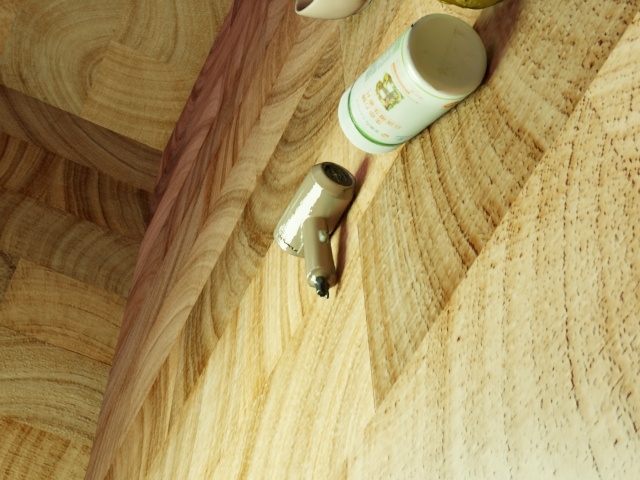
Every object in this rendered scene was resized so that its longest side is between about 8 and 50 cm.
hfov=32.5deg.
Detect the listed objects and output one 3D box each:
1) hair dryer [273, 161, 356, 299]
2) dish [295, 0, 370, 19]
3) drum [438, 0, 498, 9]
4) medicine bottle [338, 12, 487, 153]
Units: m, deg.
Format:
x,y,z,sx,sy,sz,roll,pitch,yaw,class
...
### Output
x,y,z,sx,sy,sz,roll,pitch,yaw,class
0.000,0.000,1.273,0.117,0.064,0.181,-57,25,32,hair dryer
0.047,-0.423,1.675,0.213,0.090,0.213,-57,19,34,dish
0.136,-0.455,1.077,0.431,0.214,0.431,-161,90,-77,drum
0.088,-0.153,1.098,0.183,0.086,0.086,144,145,-66,medicine bottle
